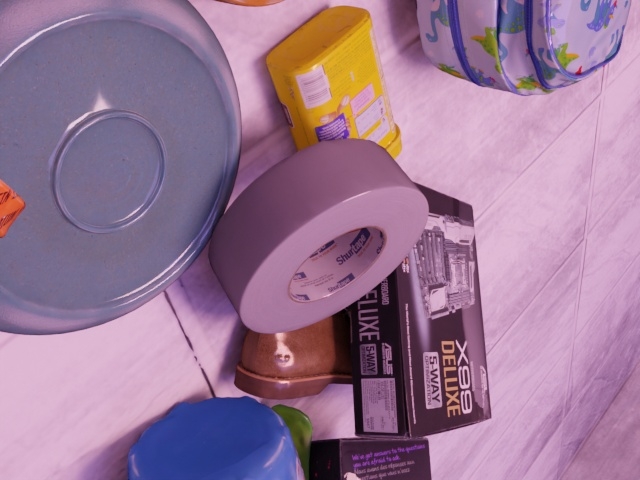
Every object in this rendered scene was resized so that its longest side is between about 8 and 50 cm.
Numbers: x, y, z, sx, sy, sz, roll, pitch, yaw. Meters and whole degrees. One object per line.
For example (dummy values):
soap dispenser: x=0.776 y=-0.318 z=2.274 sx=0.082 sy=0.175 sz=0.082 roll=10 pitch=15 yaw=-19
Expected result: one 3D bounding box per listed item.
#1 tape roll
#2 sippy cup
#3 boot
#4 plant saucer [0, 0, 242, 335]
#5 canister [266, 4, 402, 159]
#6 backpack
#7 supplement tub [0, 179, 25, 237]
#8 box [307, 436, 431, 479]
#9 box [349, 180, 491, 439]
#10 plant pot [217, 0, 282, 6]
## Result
tape roll: x=0.000 y=0.000 z=0.683 sx=0.219 sy=0.072 sz=0.219 roll=-28 pitch=153 yaw=-16
sippy cup: x=-0.104 y=0.301 z=0.722 sx=0.240 sy=0.305 sz=0.224 roll=-8 pitch=111 yaw=-8
boot: x=0.027 y=0.120 z=0.863 sx=0.305 sy=0.112 sz=0.115 roll=2 pitch=99 yaw=-49
plant saucer: x=-0.177 y=-0.059 z=0.546 sx=0.317 sy=0.043 sz=0.318 roll=-28 pitch=131 yaw=-38
canister: x=0.019 y=-0.142 z=0.710 sx=0.126 sy=0.073 sz=0.170 roll=-44 pitch=139 yaw=-23
backpack: x=0.222 y=-0.337 z=0.725 sx=0.290 sy=0.273 sz=0.356 roll=-33 pitch=147 yaw=-45
supplement tub: x=-0.311 y=0.053 z=0.320 sx=0.316 sy=0.193 sz=0.193 roll=-54 pitch=143 yaw=-15
box: x=0.050 y=0.399 z=0.877 sx=0.143 sy=0.165 sz=0.270 roll=8 pitch=68 yaw=-27
box: x=0.130 y=0.088 z=0.871 sx=0.242 sy=0.076 sz=0.307 roll=13 pitch=71 yaw=-53
plant pot: x=-0.012 y=-0.271 z=0.494 sx=0.205 sy=0.188 sz=0.205 roll=-29 pitch=132 yaw=-38
